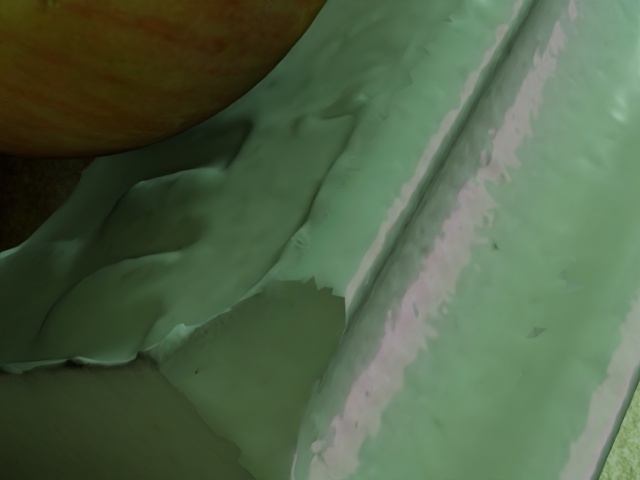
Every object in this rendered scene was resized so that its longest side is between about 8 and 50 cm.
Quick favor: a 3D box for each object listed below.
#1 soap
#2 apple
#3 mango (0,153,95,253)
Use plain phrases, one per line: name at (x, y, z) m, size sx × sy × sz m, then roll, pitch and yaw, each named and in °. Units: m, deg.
soap at (0.000, 0.000, 0.530) m, size 0.258 × 0.159 × 0.302 m, roll -16°, pitch -147°, yaw 52°
apple at (-0.075, -0.126, 0.440) m, size 0.209 × 0.164 × 0.209 m, roll -41°, pitch -150°, yaw 31°
mango at (-0.131, -0.047, 0.678) m, size 0.133 × 0.111 × 0.267 m, roll -112°, pitch -150°, yaw -56°
